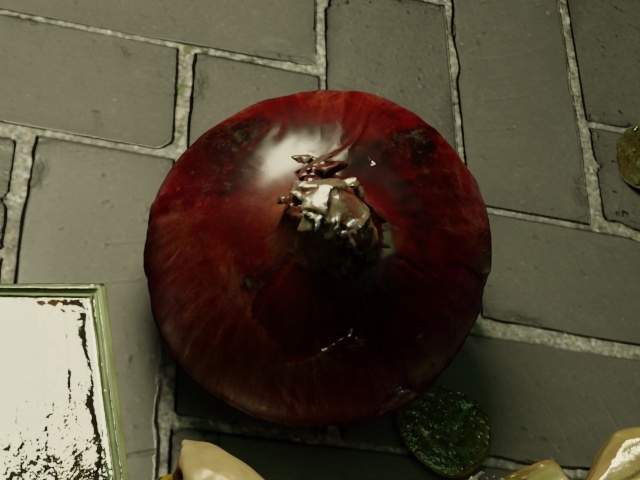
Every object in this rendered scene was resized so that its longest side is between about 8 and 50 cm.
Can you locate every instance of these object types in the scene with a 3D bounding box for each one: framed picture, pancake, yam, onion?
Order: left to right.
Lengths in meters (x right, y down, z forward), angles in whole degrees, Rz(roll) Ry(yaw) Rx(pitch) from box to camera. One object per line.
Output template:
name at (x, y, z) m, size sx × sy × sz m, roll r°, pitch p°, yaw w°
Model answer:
framed picture at (-0.283, 0.141, 1.476) m, size 0.197 × 0.014 × 0.252 m, roll 1°, pitch 53°, yaw -19°
onion at (0.000, 0.000, 1.509) m, size 0.347 × 0.285 × 0.347 m, roll 1°, pitch 72°, yaw -5°
pancake at (0.127, 0.191, 1.587) m, size 0.108 × 0.017 × 0.108 m, roll 12°, pitch 50°, yaw -15°
yam at (0.451, -0.112, 1.896) m, size 0.183 × 0.107 × 0.107 m, roll -14°, pitch 60°, yaw -27°

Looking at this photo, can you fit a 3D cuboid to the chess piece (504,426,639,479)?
chess piece at (0.317, 0.247, 1.563) m, size 0.301 × 0.137 × 0.137 m, roll -21°, pitch 63°, yaw -20°

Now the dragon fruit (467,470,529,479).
dragon fruit at (0.164, 0.335, 1.309) m, size 0.250 × 0.291 × 0.269 m, roll 26°, pitch 50°, yaw -7°

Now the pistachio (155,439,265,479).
pistachio at (-0.077, 0.276, 1.366) m, size 0.157 × 0.157 × 0.229 m, roll -23°, pitch 58°, yaw -33°
